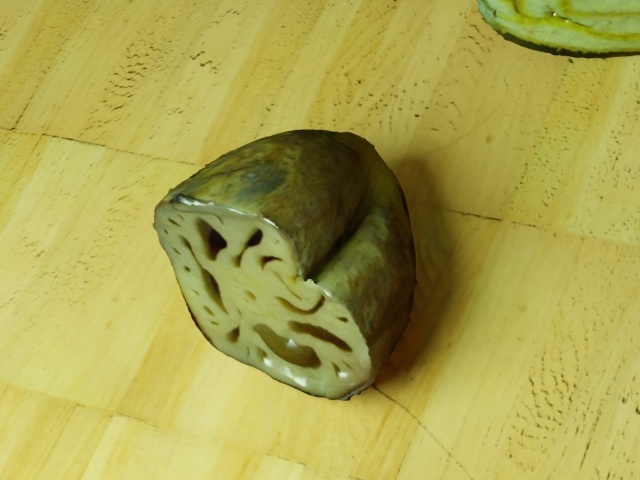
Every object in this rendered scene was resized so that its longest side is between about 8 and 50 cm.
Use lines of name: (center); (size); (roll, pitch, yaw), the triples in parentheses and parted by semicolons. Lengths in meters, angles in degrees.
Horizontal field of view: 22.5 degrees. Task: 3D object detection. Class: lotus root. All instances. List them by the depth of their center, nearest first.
lotus root: (0.000, -0.001, 1.250); (0.199, 0.188, 0.180); (23, 51, 33)

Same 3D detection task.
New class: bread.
bread: (0.236, -0.244, 1.337); (0.257, 0.186, 0.124); (0, 59, 29)
